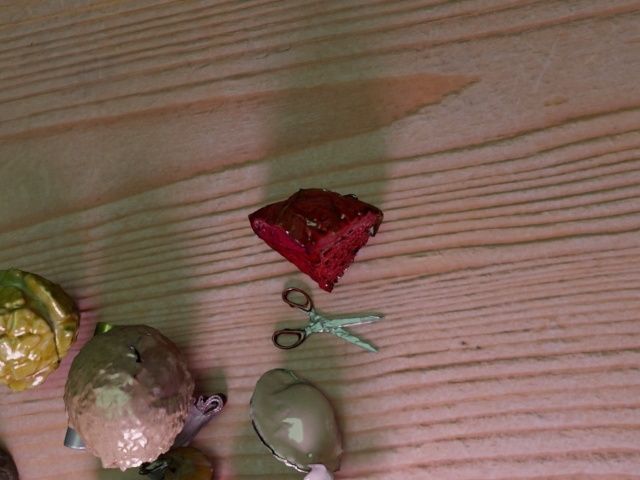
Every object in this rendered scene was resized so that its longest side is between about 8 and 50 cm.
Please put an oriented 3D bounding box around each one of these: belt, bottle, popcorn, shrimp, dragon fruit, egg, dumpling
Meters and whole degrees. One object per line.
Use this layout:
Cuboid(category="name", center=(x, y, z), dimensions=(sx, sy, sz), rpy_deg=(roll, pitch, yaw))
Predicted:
Cuboid(category="belt", center=(-0.303, 0.430, 1.160), dimensions=(0.071, 0.053, 0.232), rpy_deg=(37, 84, 25))
Cuboid(category="bottle", center=(-0.527, 0.342, 1.233), dimensions=(0.082, 0.082, 0.286), rpy_deg=(5, 74, 16))
Cuboid(category="popcorn", center=(-0.732, 0.203, 1.249), dimensions=(0.282, 0.247, 0.282), rpy_deg=(-1, 57, 2))
Cuboid(category="shrimp", center=(-0.340, 0.498, 1.060), dimensions=(0.249, 0.068, 0.150), rpy_deg=(-12, 29, -3))
Cuboid(category="dragon fruit", center=(0.000, 0.000, 1.118), dimensions=(0.302, 0.330, 0.240), rpy_deg=(-23, 89, 4))
Cuboid(category="egg", center=(-0.403, 0.316, 1.098), dimensions=(0.279, 0.279, 0.310), rpy_deg=(-29, 36, 4))
Cuboid(category="dumpling", center=(-0.059, 0.377, 1.056), dimensions=(0.247, 0.172, 0.142), rpy_deg=(50, 119, 26))

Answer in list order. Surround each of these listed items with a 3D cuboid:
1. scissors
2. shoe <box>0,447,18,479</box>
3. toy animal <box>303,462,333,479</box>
Cuboid(category="scissors", center=(0.017, 0.192, 1.177), dimensions=(0.248, 0.017, 0.144), rpy_deg=(8, 74, 16))
Cuboid(category="shoe", center=(-0.796, 0.637, 1.176), dimensions=(0.210, 0.132, 0.342), rpy_deg=(-34, 70, -1))
Cuboid(category="toy animal", center=(-0.071, 0.543, 0.983), dimensions=(0.325, 0.154, 0.208), rpy_deg=(-39, 104, 9))
